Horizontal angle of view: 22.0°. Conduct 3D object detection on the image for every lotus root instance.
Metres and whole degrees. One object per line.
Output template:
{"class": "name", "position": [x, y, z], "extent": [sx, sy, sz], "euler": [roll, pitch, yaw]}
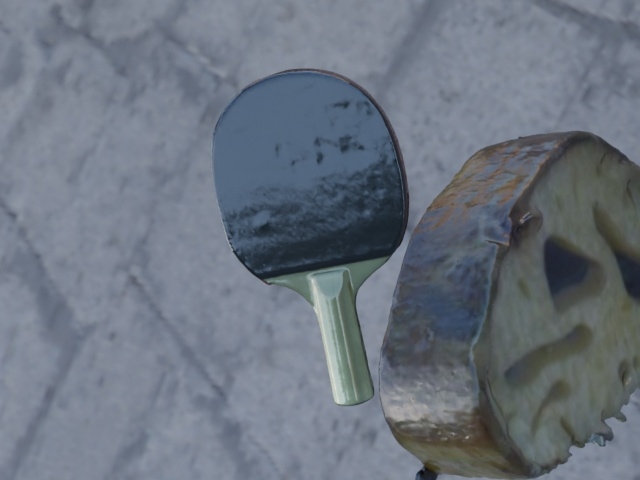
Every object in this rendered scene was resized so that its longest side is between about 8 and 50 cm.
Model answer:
{"class": "lotus root", "position": [0.130, 0.026, 0.919], "extent": [0.074, 0.170, 0.261], "euler": [-5, 27, 47]}

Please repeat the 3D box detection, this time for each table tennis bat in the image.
{"class": "table tennis bat", "position": [0.000, 0.000, 0.742], "extent": [0.013, 0.087, 0.156], "euler": [-70, -30, -74]}
